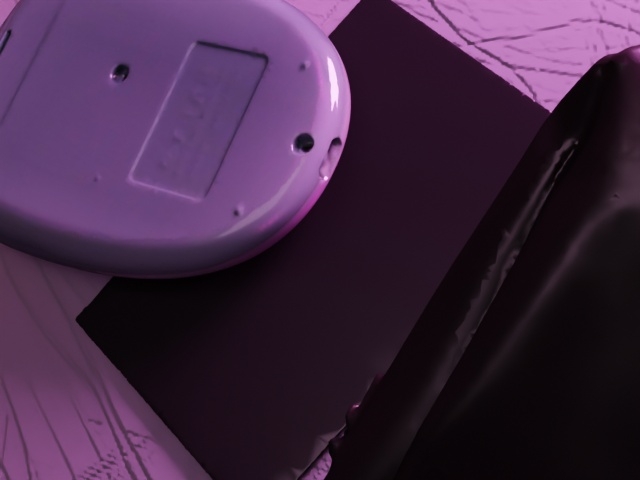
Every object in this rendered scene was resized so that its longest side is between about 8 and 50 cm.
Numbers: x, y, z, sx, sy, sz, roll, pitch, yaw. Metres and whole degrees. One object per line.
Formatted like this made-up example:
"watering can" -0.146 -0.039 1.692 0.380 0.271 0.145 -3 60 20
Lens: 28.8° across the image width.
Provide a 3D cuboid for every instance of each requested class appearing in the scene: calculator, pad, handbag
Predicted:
"calculator" -0.118 -0.074 0.698 0.298 0.041 0.186 17 76 31
"pad" 0.000 0.000 0.634 0.245 0.006 0.170 -48 57 -1
"handbag" 0.158 0.092 0.462 0.285 0.113 0.257 41 95 25
